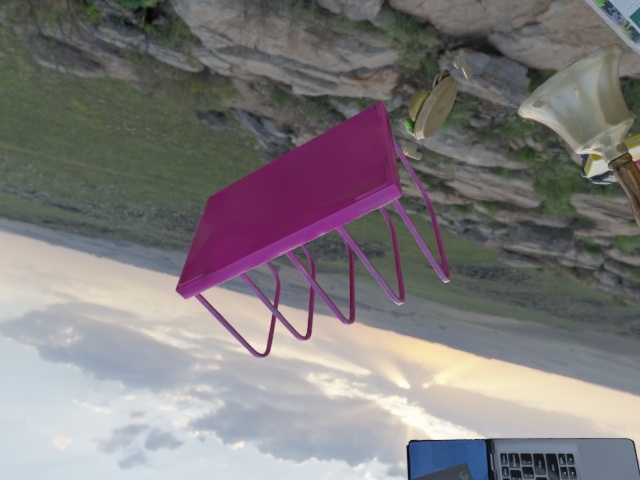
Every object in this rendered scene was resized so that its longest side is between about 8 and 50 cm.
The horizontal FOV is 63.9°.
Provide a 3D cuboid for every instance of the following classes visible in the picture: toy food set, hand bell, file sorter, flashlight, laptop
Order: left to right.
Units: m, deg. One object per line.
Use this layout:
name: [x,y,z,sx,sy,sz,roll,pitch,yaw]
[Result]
file sorter: [0.000,0.000,0.677,0.290,0.202,0.182,-25,123,20]
toy food set: [0.197,-0.240,0.916,0.038,0.192,0.132,36,-166,21]
laptop: [0.359,0.523,0.824,0.407,0.383,0.236,-4,160,11]
hand bell: [0.341,-0.081,0.572,0.126,0.242,0.126,-26,168,-6]
flashlight: [0.796,-0.190,1.303,0.303,0.103,0.103,0,-149,-28]

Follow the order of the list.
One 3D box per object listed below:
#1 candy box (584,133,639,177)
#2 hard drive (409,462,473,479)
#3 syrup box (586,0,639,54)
candy box: [0.644,-0.188,1.030,0.205,0.027,0.105,-20,159,16]
hard drive: [0.130,0.333,0.612,0.135,0.094,0.022,-18,139,0]
syrup box: [0.584,-0.459,0.976,0.236,0.093,0.096,34,-150,-17]
